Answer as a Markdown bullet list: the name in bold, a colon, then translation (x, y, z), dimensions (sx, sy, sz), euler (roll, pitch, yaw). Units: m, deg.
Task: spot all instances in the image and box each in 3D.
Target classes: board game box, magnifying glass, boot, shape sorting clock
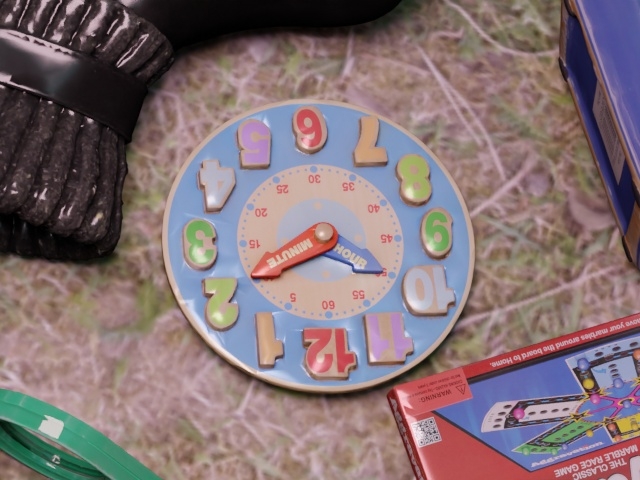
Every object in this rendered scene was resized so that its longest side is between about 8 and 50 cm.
- **board game box**: translation (0.198, 0.126, 1.146), dimensions (0.281, 0.027, 0.145), euler (-16, 76, -14)
- **magnifying glass**: translation (-0.104, 0.156, 1.061), dimensions (0.231, 0.092, 0.026), euler (30, 66, -10)
- **boot**: translation (-0.107, -0.112, 1.114), dimensions (0.348, 0.131, 0.260), euler (4, 64, 3)
- **shape sorting clock**: translation (0.000, 0.000, 1.146), dimensions (0.206, 0.040, 0.206), euler (3, 72, -9)

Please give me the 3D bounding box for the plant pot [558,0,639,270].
- **plant pot**: translation (0.276, -0.103, 1.121), dimensions (0.212, 0.236, 0.236), euler (-17, 75, 2)
